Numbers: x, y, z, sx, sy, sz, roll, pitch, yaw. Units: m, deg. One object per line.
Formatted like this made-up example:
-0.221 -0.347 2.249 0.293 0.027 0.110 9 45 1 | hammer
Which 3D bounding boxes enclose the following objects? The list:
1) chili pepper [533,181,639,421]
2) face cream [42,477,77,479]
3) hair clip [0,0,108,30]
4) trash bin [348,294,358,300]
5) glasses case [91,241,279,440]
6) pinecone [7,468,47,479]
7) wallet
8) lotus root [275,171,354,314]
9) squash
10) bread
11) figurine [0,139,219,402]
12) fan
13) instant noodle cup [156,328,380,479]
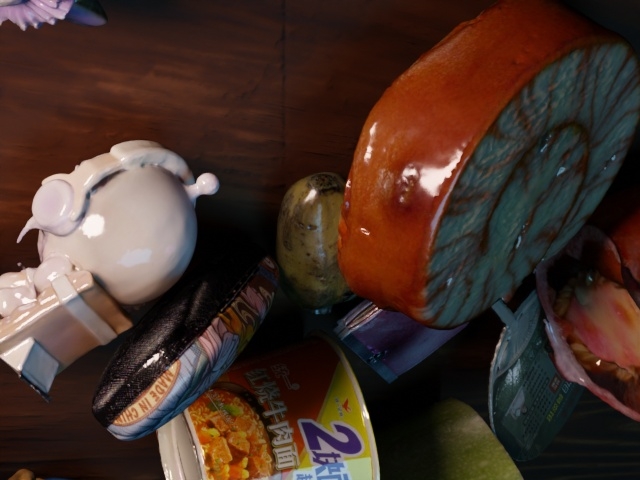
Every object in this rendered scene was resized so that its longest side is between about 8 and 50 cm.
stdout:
0.412 0.042 1.870 0.305 0.251 0.229 -22 -171 -19 | chili pepper
-0.242 0.330 1.787 0.149 0.083 0.264 -28 148 5 | face cream
-0.242 -0.199 1.129 0.106 0.085 0.292 -4 168 42 | hair clip
0.043 0.014 1.682 0.061 0.043 0.092 -12 144 -31 | trash bin
-0.108 0.079 1.465 0.122 0.082 0.321 -46 -178 16 | glasses case
-0.345 0.332 1.490 0.384 0.384 0.384 -23 145 -17 | pinecone
0.089 0.086 1.793 0.119 0.025 0.232 -38 159 2 | wallet
0.000 0.000 1.589 0.089 0.080 0.179 -22 141 -19 | lotus root
0.034 0.368 1.922 0.384 0.263 0.263 -22 145 -18 | squash
0.152 -0.074 1.542 0.327 0.114 0.295 -32 146 -35 | bread
-0.190 0.008 1.396 0.237 0.141 0.162 -43 147 -3 | figurine
0.251 0.102 1.938 0.223 0.012 0.294 -36 128 -34 | fan
-0.060 0.206 1.702 0.174 0.213 0.213 -11 141 -18 | instant noodle cup
